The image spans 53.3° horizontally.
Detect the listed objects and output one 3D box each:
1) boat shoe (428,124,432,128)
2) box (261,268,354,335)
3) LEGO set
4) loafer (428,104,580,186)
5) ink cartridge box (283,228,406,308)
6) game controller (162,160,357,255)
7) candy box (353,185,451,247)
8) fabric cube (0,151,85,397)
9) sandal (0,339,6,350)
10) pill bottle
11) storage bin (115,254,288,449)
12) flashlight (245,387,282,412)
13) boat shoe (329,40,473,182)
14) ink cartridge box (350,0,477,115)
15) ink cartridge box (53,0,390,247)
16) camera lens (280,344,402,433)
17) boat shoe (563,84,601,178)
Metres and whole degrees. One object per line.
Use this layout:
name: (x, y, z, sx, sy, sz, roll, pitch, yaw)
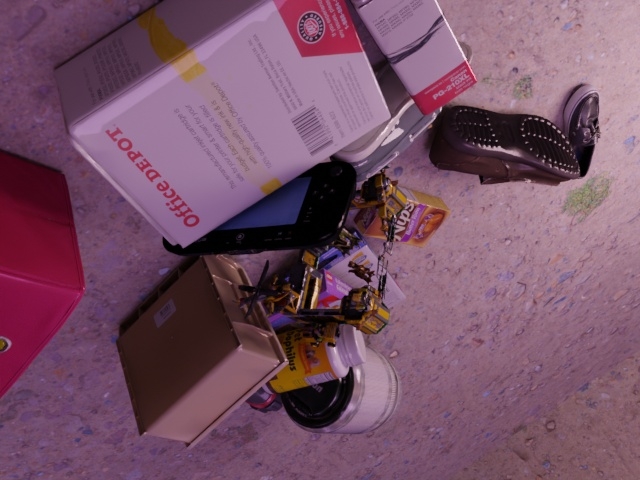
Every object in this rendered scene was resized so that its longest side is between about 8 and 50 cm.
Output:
boat shoe: (0.105, -0.208, 1.125, 0.206, 0.073, 0.073, -17, 98, -24)
box: (-0.049, 0.173, 1.361, 0.293, 0.057, 0.201, -27, 142, 25)
LEGO set: (0.000, 0.000, 1.090, 0.192, 0.254, 0.332, 37, 65, -48)
loafer: (0.368, -0.180, 1.292, 0.365, 0.134, 0.130, 10, 149, -26)
ink cartridge box: (0.053, 0.092, 1.405, 0.185, 0.065, 0.311, -33, 142, 7)
game controller: (-0.098, -0.047, 0.996, 0.318, 0.167, 0.067, -5, 128, 26)
candy box: (0.174, -0.051, 1.342, 0.186, 0.053, 0.109, 11, 125, -37)
fabric cube: (-0.507, 0.028, 0.849, 0.254, 0.259, 0.258, -46, 138, 19)
sandal: (-0.634, 0.190, 1.069, 0.138, 0.126, 0.318, 9, 144, 8)
pill bottle: (-0.020, 0.233, 1.296, 0.214, 0.117, 0.117, -17, 142, 12)
storage bin: (-0.234, 0.193, 1.181, 0.262, 0.260, 0.123, -43, 139, 15)
flashlight: (-0.193, 0.312, 1.451, 0.103, 0.103, 0.304, -37, 140, 10)
boat shoe: (0.135, -0.218, 1.067, 0.319, 0.116, 0.099, -44, 148, -18)
ink cartridge box: (0.116, -0.325, 0.925, 0.100, 0.172, 0.237, -32, 141, 14)
ink cartridge box: (-0.131, -0.206, 0.912, 0.384, 0.160, 0.279, -32, 140, 1)
camera lens: (0.052, 0.351, 1.533, 0.219, 0.219, 0.274, -43, 147, 15)
boat shoe: (0.570, -0.226, 1.383, 0.080, 0.076, 0.229, -19, 139, -14)
